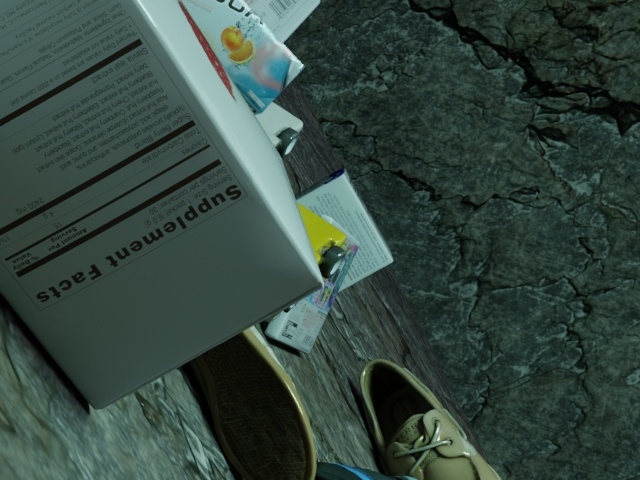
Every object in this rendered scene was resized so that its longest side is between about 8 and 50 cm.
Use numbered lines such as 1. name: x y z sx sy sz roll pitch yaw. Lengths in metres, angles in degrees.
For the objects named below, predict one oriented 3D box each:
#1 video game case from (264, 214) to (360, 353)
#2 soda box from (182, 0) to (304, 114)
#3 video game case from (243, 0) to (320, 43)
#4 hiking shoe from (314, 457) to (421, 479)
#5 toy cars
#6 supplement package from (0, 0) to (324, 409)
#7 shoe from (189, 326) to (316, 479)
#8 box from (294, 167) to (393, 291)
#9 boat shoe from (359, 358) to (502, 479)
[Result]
1. video game case: -0.007 0.051 1.830 0.019 0.143 0.157 24 -4 16
2. soda box: -0.101 -0.184 1.349 0.183 0.058 0.063 46 -17 -15
3. video game case: -0.153 -0.338 1.976 0.300 0.036 0.329 51 33 -11
4. hiking shoe: 0.036 0.307 1.316 0.132 0.113 0.304 23 33 -26
5. toy cars: -0.078 -0.031 1.726 0.176 0.087 0.394 12 33 -24
6. supplement package: -0.150 -0.077 1.039 0.293 0.175 0.177 57 7 -33
7. shoe: -0.063 0.112 1.354 0.219 0.076 0.058 61 11 13
8. box: 0.000 0.000 2.020 0.126 0.137 0.072 60 5 -9
9. boat shoe: 0.125 0.266 2.018 0.110 0.121 0.341 52 1 -33
